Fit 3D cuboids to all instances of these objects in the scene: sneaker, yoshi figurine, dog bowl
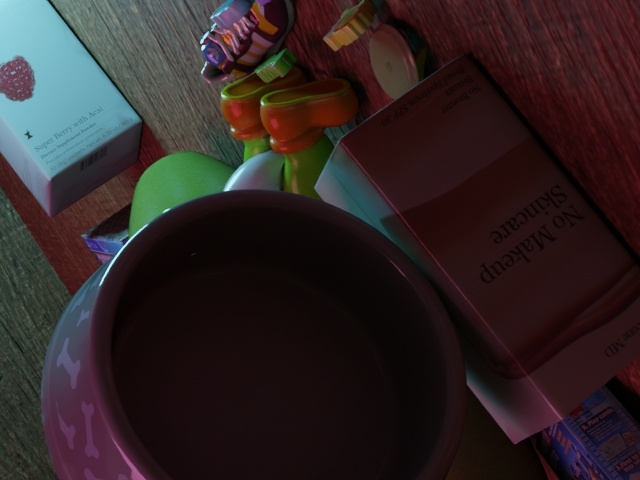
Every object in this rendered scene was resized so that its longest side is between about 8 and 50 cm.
[{"bbox_3d":[-0.083,-0.220,1.420,0.069,0.084,0.185,51,161,11],"label":"sneaker"},{"bbox_3d":[0.020,-0.011,1.478,0.203,0.203,0.362,-2,114,20],"label":"yoshi figurine"},{"bbox_3d":[-0.041,0.112,1.070,0.349,0.348,0.102,51,147,11],"label":"dog bowl"}]

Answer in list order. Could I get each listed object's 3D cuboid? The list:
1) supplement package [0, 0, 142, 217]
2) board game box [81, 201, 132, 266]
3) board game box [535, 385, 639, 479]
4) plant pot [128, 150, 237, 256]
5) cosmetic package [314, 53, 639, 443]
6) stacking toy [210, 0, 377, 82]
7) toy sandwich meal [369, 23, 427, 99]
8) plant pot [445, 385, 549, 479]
[{"bbox_3d":[-0.439,-0.220,2.105,0.293,0.177,0.175,51,161,9],"label":"supplement package"},{"bbox_3d":[-0.223,0.078,2.149,0.291,0.141,0.232,60,160,-15],"label":"board game box"},{"bbox_3d":[0.267,0.200,1.316,0.194,0.060,0.194,56,170,23],"label":"board game box"},{"bbox_3d":[-0.137,0.017,1.735,0.293,0.274,0.275,-123,11,-48],"label":"plant pot"},{"bbox_3d":[0.148,0.009,1.163,0.296,0.153,0.129,51,161,7],"label":"cosmetic package"},{"bbox_3d":[-0.064,-0.233,1.287,0.167,0.052,0.221,44,152,-16],"label":"stacking toy"},{"bbox_3d":[0.075,-0.163,1.236,0.085,0.029,0.086,49,153,37],"label":"toy sandwich meal"},{"bbox_3d":[0.141,0.259,1.412,0.254,0.237,0.237,48,161,41],"label":"plant pot"}]
